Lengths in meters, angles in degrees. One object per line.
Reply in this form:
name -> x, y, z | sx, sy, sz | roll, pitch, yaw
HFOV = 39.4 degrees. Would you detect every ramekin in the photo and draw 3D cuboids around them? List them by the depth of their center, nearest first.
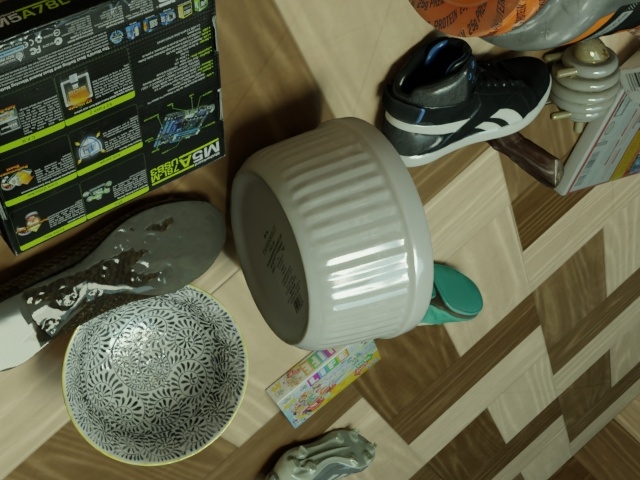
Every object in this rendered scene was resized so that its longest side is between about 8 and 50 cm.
ramekin -> 0.000, 0.000, 0.801 | 0.109, 0.207, 0.207 | -17, 141, -24

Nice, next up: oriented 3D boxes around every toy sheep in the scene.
toy sheep -> 0.306, -0.182, 1.046 | 0.091, 0.091, 0.132 | -30, 141, -23

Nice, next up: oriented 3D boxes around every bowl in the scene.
bowl -> -0.160, 0.118, 0.843 | 0.170, 0.080, 0.170 | -1, 92, -20

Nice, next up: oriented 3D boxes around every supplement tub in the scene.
supplement tub -> 0.221, -0.265, 0.736 | 0.316, 0.193, 0.194 | -18, 141, -35

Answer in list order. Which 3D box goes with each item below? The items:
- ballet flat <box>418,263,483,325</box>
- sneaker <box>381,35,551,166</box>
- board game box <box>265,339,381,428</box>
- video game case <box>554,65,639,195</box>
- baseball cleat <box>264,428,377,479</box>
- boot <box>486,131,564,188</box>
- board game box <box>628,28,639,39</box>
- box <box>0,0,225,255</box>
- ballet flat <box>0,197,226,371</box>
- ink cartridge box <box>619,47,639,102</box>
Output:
ballet flat -> 0.125, 0.074, 1.170 | 0.087, 0.083, 0.247 | -30, 157, 27
sneaker -> 0.160, -0.161, 0.901 | 0.217, 0.079, 0.121 | -29, 148, -21
board game box -> 0.007, 0.177, 1.190 | 0.154, 0.026, 0.103 | -38, 149, -9
video game case -> 0.473, -0.174, 1.310 | 0.285, 0.025, 0.204 | -15, 139, -39
baseball cleat -> -0.008, 0.340, 1.351 | 0.206, 0.072, 0.109 | 6, 138, -47
boot -> 0.231, -0.114, 1.009 | 0.037, 0.114, 0.106 | -40, 150, -6
board game box -> 0.446, -0.356, 0.939 | 0.291, 0.141, 0.232 | -24, 144, -30
box -> -0.159, -0.099, 0.640 | 0.190, 0.045, 0.184 | -30, 149, -24
ballet flat -> -0.191, 0.032, 0.760 | 0.250, 0.058, 0.084 | -32, 113, -29
ink cartridge box -> 0.514, -0.259, 1.121 | 0.232, 0.189, 0.066 | -45, 115, -29
